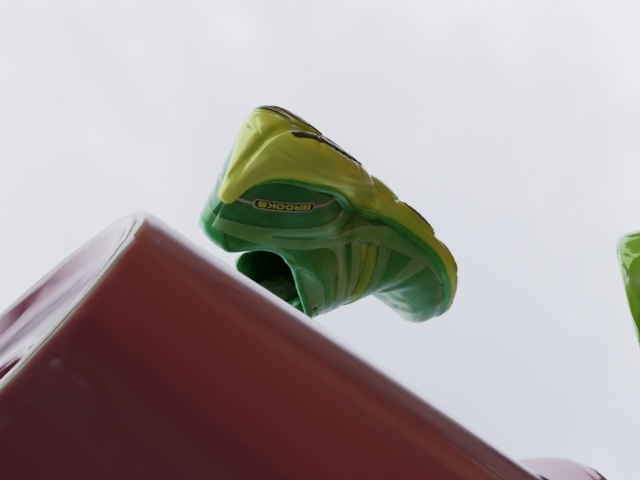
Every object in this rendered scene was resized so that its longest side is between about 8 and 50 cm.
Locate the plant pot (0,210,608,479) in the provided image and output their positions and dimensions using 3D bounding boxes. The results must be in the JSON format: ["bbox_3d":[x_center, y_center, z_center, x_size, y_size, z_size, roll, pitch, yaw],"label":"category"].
[{"bbox_3d":[-0.029,0.100,0.497,0.180,0.201,0.201,46,-114,-10],"label":"plant pot"}]

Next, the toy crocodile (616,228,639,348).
[{"bbox_3d":[0.170,0.057,0.663,0.340,0.115,0.105,-75,-32,-69],"label":"toy crocodile"}]

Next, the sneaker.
[{"bbox_3d":[0.000,0.000,1.423,0.123,0.109,0.295,-50,-35,3],"label":"sneaker"}]
